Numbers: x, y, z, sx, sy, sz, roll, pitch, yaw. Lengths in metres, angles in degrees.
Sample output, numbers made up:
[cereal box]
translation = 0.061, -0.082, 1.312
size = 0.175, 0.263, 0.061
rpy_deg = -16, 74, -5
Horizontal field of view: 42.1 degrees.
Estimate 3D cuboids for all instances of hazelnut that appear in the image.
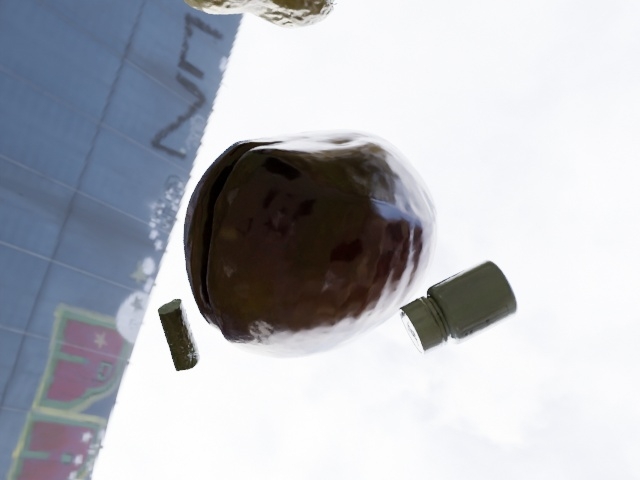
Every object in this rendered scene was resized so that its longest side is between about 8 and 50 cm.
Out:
[hazelnut]
translation = 0.000, 0.000, 1.357
size = 0.402, 0.429, 0.402
rpy_deg = 7, -77, 34

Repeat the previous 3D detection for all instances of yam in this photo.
[yam]
translation = -0.253, 0.173, 1.495
size = 0.054, 0.054, 0.132
rpy_deg = 0, -66, 32

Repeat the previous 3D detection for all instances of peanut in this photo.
[peanut]
translation = -0.123, -0.467, 1.519
size = 0.149, 0.313, 0.149
rpy_deg = 178, -90, -66

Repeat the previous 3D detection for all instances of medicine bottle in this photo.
[medicine bottle]
translation = 0.168, 0.084, 1.023
size = 0.130, 0.080, 0.080
rpy_deg = -25, -122, -5
